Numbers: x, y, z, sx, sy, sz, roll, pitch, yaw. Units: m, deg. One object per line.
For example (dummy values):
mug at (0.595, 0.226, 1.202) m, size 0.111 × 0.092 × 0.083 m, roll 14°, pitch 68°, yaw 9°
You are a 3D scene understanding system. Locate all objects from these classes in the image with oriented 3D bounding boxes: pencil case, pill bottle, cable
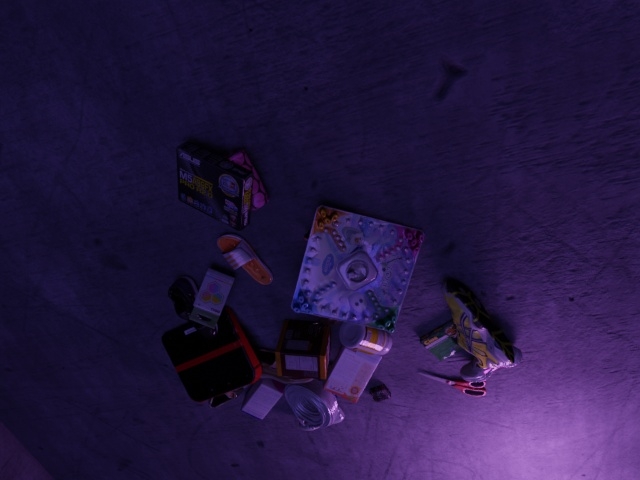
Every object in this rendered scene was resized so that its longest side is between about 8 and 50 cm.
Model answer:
pencil case at (-0.257, -0.200, 1.610) m, size 0.098 × 0.095 × 0.210 m, roll 1°, pitch 124°, yaw 40°
pill bottle at (0.178, 0.372, 1.842) m, size 0.119 × 0.119 × 0.208 m, roll -35°, pitch 139°, yaw 26°
cable at (-0.038, 0.697, 2.082) m, size 0.257 × 0.089 × 0.257 m, roll -21°, pitch 106°, yaw 46°

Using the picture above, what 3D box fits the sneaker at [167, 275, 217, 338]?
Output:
sneaker at (-0.517, 0.290, 1.901) m, size 0.107 × 0.124 × 0.284 m, roll -21°, pitch 106°, yaw 21°

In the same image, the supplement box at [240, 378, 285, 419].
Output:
supplement box at (-0.252, 0.680, 2.140) m, size 0.113 × 0.111 × 0.220 m, roll 28°, pitch 122°, yaw -9°

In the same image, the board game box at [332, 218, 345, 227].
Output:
board game box at (0.086, -0.009, 1.703) m, size 0.133 × 0.033 × 0.169 m, roll 9°, pitch 116°, yaw -23°

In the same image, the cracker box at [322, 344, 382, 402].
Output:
cracker box at (0.128, 0.528, 1.969) m, size 0.155 × 0.067 × 0.232 m, roll 27°, pitch 98°, yaw -8°

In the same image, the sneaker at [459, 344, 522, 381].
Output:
sneaker at (0.651, 0.462, 1.888) m, size 0.252 × 0.103 × 0.111 m, roll -35°, pitch 107°, yaw 19°

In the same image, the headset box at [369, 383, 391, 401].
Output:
headset box at (0.266, 0.668, 2.104) m, size 0.083 × 0.032 × 0.062 m, roll -25°, pitch 115°, yaw 23°

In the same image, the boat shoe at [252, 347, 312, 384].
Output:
boat shoe at (-0.161, 0.521, 2.024) m, size 0.323 × 0.123 × 0.117 m, roll 2°, pitch 117°, yaw 7°

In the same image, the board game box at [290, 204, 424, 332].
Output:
board game box at (0.129, 0.110, 1.667) m, size 0.389 × 0.050 × 0.390 m, roll 13°, pitch 103°, yaw -8°

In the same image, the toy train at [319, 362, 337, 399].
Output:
toy train at (0.046, 0.609, 2.074) m, size 0.105 × 0.080 × 0.184 m, roll -9°, pitch 120°, yaw 20°

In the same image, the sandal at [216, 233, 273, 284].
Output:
sandal at (-0.279, 0.083, 1.792) m, size 0.102 × 0.076 × 0.265 m, roll -35°, pitch 111°, yaw 25°

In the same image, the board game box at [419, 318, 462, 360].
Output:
board game box at (0.533, 0.371, 1.883) m, size 0.259 × 0.030 × 0.136 m, roll -38°, pitch 112°, yaw 26°

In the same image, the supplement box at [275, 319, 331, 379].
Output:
supplement box at (-0.063, 0.430, 1.908) m, size 0.193 × 0.191 × 0.129 m, roll 3°, pitch 122°, yaw 7°

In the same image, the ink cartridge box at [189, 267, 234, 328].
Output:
ink cartridge box at (-0.416, 0.221, 1.835) m, size 0.108 × 0.062 × 0.210 m, roll 22°, pitch 80°, yaw -7°

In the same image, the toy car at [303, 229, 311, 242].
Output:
toy car at (0.000, 0.000, 1.710) m, size 0.121 × 0.060 × 0.041 m, roll 13°, pitch 125°, yaw -1°

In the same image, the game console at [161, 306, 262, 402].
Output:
game console at (-0.462, 0.492, 2.035) m, size 0.386 × 0.060 × 0.342 m, roll -26°, pitch 90°, yaw 21°

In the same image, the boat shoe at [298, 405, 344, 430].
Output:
boat shoe at (-0.004, 0.807, 2.210) m, size 0.227 × 0.079 × 0.081 m, roll -19°, pitch 108°, yaw 14°

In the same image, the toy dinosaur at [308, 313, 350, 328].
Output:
toy dinosaur at (0.002, 0.224, 1.819) m, size 0.200 × 0.127 × 0.296 m, roll -34°, pitch 106°, yaw 32°

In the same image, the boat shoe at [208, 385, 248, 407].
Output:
boat shoe at (-0.391, 0.658, 2.151) m, size 0.113 × 0.103 × 0.302 m, roll 40°, pitch 119°, yaw -16°

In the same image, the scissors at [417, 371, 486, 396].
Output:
scissors at (0.555, 0.609, 2.031) m, size 0.296 × 0.021 × 0.109 m, roll 4°, pitch 124°, yaw 4°

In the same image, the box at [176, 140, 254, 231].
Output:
box at (-0.351, -0.177, 1.583) m, size 0.269 × 0.060 × 0.216 m, roll 27°, pitch 133°, yaw 15°

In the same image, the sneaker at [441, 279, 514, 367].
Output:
sneaker at (0.545, 0.319, 1.749) m, size 0.147 × 0.145 × 0.385 m, roll -33°, pitch 94°, yaw 31°
